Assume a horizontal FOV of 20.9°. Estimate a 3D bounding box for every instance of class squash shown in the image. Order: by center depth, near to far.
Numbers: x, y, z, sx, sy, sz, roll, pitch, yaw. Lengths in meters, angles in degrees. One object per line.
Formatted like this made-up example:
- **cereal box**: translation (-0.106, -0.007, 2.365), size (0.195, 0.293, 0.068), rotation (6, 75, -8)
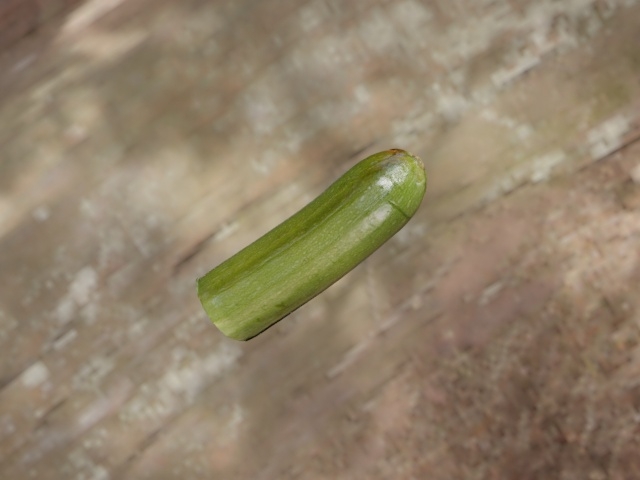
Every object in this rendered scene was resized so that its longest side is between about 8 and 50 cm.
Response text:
- **squash**: translation (0.000, 0.000, 0.549), size (0.083, 0.027, 0.027), rotation (-35, 21, 20)
